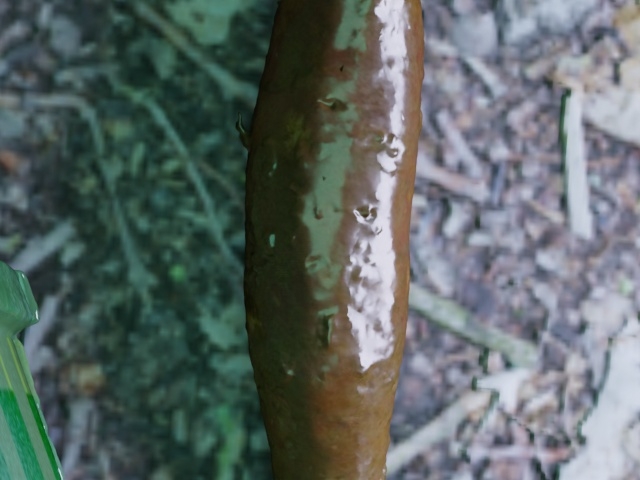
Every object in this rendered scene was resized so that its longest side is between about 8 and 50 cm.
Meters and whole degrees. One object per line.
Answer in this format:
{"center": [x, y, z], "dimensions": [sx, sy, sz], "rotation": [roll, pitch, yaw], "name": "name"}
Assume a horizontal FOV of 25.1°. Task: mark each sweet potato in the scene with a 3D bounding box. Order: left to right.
{"center": [0.000, 0.000, 0.539], "dimensions": [0.072, 0.066, 0.314], "rotation": [6, 93, 0], "name": "sweet potato"}

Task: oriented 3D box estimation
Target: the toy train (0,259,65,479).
{"center": [-0.132, 0.091, 0.412], "dimensions": [0.120, 0.301, 0.202], "rotation": [-20, 84, -5], "name": "toy train"}
